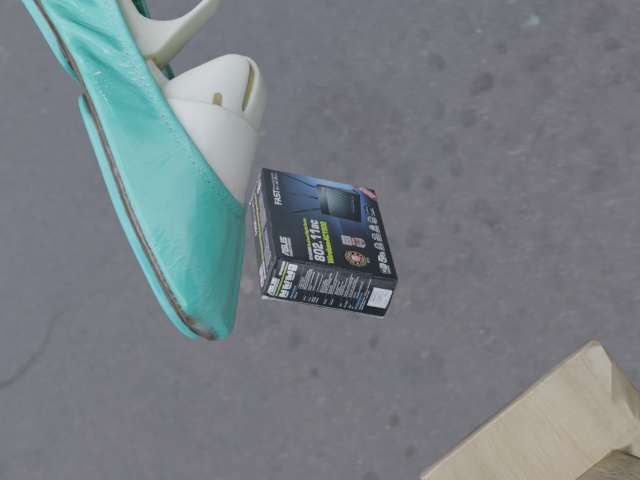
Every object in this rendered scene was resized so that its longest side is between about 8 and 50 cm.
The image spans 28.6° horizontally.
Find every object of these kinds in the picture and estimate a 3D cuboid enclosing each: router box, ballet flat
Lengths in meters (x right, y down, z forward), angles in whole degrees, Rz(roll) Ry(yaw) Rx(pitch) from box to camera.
[{"bbox_3d":[0.000,0.000,0.915,0.122,0.092,0.038,-102,26,-54],"label":"router box"},{"bbox_3d":[-0.075,-0.079,0.565,0.087,0.083,0.247,-30,76,5],"label":"ballet flat"}]

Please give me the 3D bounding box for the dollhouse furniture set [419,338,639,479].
[{"bbox_3d":[0.136,0.151,0.430,0.212,0.161,0.242,-38,87,-3],"label":"dollhouse furniture set"}]
